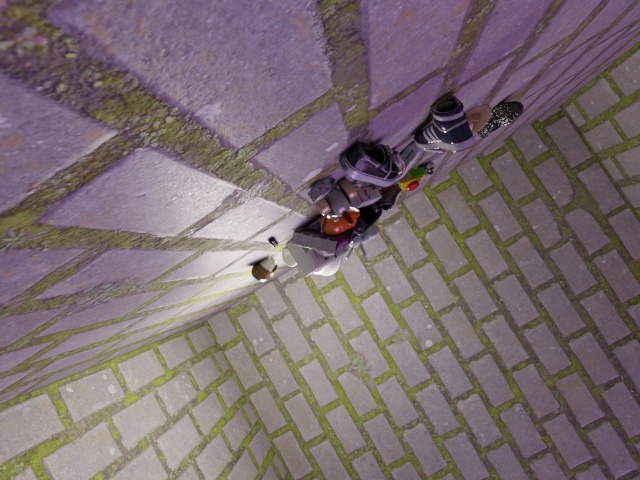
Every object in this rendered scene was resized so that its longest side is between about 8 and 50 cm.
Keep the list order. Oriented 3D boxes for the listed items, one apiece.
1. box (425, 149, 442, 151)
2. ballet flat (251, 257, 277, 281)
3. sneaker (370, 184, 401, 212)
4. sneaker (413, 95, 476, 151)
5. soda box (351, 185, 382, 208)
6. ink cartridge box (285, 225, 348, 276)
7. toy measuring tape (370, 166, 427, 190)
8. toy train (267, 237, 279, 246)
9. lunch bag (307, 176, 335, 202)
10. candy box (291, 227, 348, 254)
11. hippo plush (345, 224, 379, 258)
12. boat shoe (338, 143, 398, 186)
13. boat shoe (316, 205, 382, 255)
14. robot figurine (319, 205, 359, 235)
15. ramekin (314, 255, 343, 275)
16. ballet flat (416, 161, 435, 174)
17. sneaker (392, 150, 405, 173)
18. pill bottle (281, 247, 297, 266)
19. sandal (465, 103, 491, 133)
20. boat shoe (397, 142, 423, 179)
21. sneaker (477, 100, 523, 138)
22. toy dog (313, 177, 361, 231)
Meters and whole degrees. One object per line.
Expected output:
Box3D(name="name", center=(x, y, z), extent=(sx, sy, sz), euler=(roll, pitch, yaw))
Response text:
Box3D(name="box", center=(0.497, -0.400, 1.755), extent=(0.081, 0.028, 0.136), euler=(10, -166, 22))
Box3D(name="ballet flat", center=(-0.306, 0.157, 2.309), extent=(0.124, 0.116, 0.342), euler=(-51, 174, 1))
Box3D(name="sneaker", center=(0.369, -0.237, 2.178), extent=(0.276, 0.135, 0.097), euler=(-30, 172, -23))
Box3D(name="sneaker", center=(0.382, -0.380, 1.309), extent=(0.099, 0.153, 0.282), euler=(-33, -155, -8))
Box3D(name="soda box", center=(0.211, -0.208, 1.913), extent=(0.069, 0.074, 0.216), euler=(-34, 173, 33))
Box3D(name="ink cartridge box", center=(-0.014, 0.041, 2.219), extent=(0.289, 0.211, 0.121), euler=(-27, 171, -45))
Box3D(name="toy measuring tape", center=(0.390, -0.288, 2.015), extent=(0.330, 0.121, 0.121), euler=(-20, 171, -18))
Box3D(name="toy train", center=(-0.215, 0.010, 1.848), extent=(0.036, 0.027, 0.158), euler=(-41, 175, -5))
Box3D(name="lunch bag", center=(0.010, -0.170, 1.330), extent=(0.083, 0.053, 0.071), euler=(-38, 180, -32))
Box3D(name="candy box", center=(0.000, 0.000, 1.959), extent=(0.233, 0.071, 0.159), euler=(14, -167, 23))
Box3D(name="hippo plush", center=(0.233, -0.048, 2.519), extent=(0.234, 0.294, 0.236), euler=(-9, 180, -6))
Box3D(name="boat shoe", center=(0.180, -0.248, 1.256), extent=(0.306, 0.113, 0.105), euler=(2, 144, -50))
Box3D(name="boat shoe", center=(0.157, -0.090, 2.174), extent=(0.500, 0.187, 0.156), euler=(-33, 171, -29))
Box3D(name="robot figurine", center=(0.086, -0.099, 1.939), extent=(0.219, 0.128, 0.158), euler=(-27, -155, -34))
Box3D(name="ramekin", center=(-0.001, 0.088, 2.502), extent=(0.127, 0.273, 0.273), euler=(-4, 156, -49))
Box3D(name="ballet flat", center=(0.613, -0.410, 2.279), extent=(0.074, 0.074, 0.203), euler=(-35, 171, 36))
Box3D(name="sneaker", center=(0.256, -0.275, 1.556), extent=(0.083, 0.084, 0.215), euler=(-24, 173, -16))
Box3D(name="pill bottle", center=(-0.120, 0.070, 2.370), extent=(0.119, 0.119, 0.208), euler=(-36, 172, 39))
Box3D(name="sandal", center=(0.562, -0.447, 1.600), extent=(0.240, 0.088, 0.079), euler=(-29, -177, 41))
Box3D(name="boat shoe", center=(0.350, -0.317, 1.638), extent=(0.076, 0.083, 0.226), euler=(-26, 172, -33))
Box3D(name="sneaker", center=(0.852, -0.589, 1.894), extent=(0.130, 0.109, 0.286), euler=(-36, -175, -14))
Box3D(name="toy dog", center=(0.075, -0.117, 1.564), extent=(0.220, 0.161, 0.334), euler=(-32, 174, 16))
